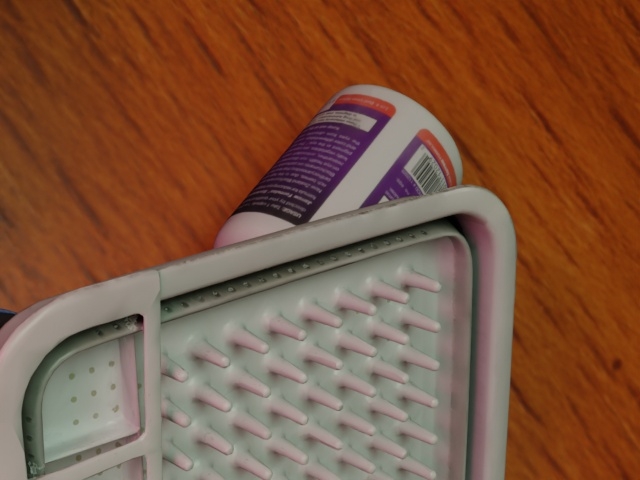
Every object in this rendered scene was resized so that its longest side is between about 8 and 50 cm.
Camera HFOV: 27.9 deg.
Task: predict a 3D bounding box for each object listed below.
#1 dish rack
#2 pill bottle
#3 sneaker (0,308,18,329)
[{"bbox_3d":[-0.034,0.121,0.694,0.333,0.072,0.286,-16,115,-36],"label":"dish rack"},{"bbox_3d":[0.000,0.000,0.812,0.108,0.108,0.193,41,59,-5],"label":"pill bottle"},{"bbox_3d":[-0.283,0.085,0.622,0.330,0.147,0.130,-12,69,-29],"label":"sneaker"}]
